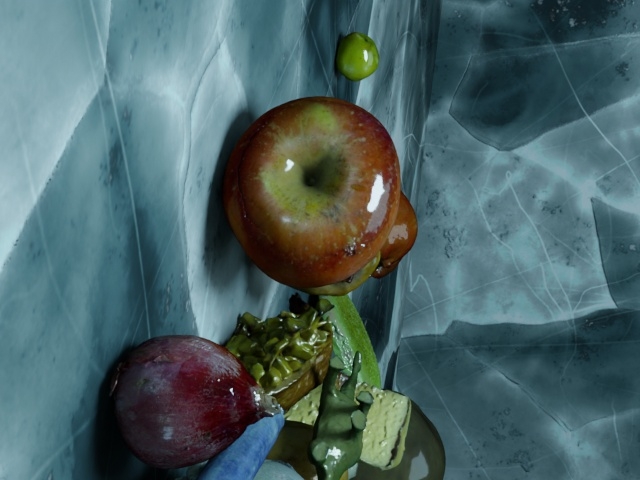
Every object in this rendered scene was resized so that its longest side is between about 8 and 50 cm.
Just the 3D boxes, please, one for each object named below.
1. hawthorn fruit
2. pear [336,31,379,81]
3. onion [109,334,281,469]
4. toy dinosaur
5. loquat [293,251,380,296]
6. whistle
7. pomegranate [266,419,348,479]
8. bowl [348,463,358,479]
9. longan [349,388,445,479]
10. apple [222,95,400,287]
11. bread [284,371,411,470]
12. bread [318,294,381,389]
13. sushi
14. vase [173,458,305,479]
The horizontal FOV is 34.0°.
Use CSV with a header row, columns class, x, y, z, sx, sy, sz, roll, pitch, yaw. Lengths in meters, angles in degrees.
class,x,y,z,sx,sy,sz,roll,pitch,yaw
hawthorn fruit,0.068,-0.052,1.987,0.224,0.224,0.260,66,14,-68
pear,0.074,-0.360,2.042,0.097,0.092,0.092,83,20,-54
onion,-0.138,0.185,1.203,0.159,0.195,0.159,-3,90,-76
toy dinosaur,0.020,0.315,1.653,0.301,0.087,0.447,104,3,-59
loquat,0.000,0.000,1.670,0.234,0.187,0.176,-138,-134,-62
whistle,-0.108,0.272,1.238,0.304,0.062,0.062,-52,149,-69
pomegranate,-0.050,0.401,1.704,0.215,0.215,0.215,9,90,-78
bowl,0.013,0.398,2.113,0.277,0.145,0.277,9,90,-83
longan,0.127,0.505,2.422,0.361,0.361,0.361,9,90,-78
apple,-0.012,-0.067,1.478,0.206,0.252,0.271,90,-6,-75
bread,0.021,0.337,1.888,0.178,0.266,0.141,-59,159,-55
bread,0.067,0.208,2.205,0.301,0.045,0.301,-22,90,-80
sushi,-0.064,0.171,1.611,0.296,0.167,0.179,-22,116,-53
vase,-0.146,0.416,1.256,0.445,0.250,0.250,-17,116,-70
